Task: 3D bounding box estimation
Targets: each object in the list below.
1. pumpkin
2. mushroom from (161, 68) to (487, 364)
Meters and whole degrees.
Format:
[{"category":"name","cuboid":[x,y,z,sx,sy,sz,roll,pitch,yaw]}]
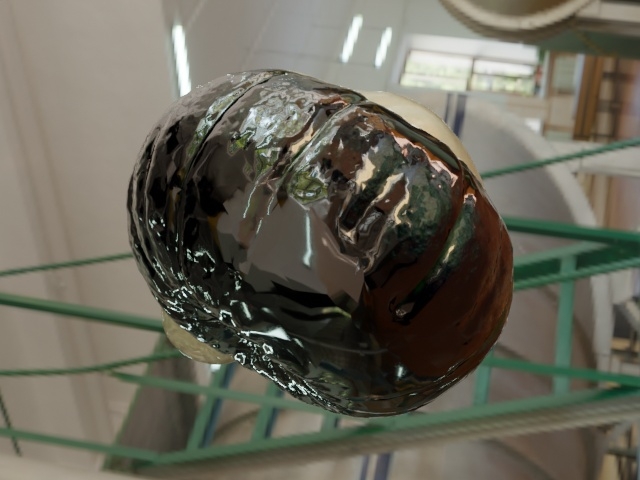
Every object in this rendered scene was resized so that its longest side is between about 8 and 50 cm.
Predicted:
[{"category":"pumpkin","cuboid":[0.000,0.000,0.525,0.140,0.202,0.202,-56,-18,-15]},{"category":"mushroom","cuboid":[-0.020,0.007,0.746,0.260,0.254,0.234,-31,11,45]}]
